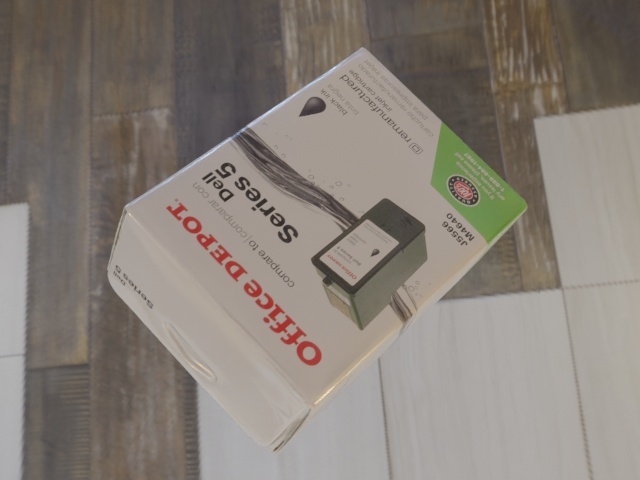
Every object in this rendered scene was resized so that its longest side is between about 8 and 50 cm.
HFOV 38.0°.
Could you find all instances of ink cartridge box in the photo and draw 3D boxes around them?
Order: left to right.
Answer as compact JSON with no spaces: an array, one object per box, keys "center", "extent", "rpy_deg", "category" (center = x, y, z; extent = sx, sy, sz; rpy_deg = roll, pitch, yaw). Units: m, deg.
[{"center":[0.000,0.000,0.742],"extent":[0.198,0.115,0.273],"rpy_deg":[45,57,8],"category":"ink cartridge box"}]
